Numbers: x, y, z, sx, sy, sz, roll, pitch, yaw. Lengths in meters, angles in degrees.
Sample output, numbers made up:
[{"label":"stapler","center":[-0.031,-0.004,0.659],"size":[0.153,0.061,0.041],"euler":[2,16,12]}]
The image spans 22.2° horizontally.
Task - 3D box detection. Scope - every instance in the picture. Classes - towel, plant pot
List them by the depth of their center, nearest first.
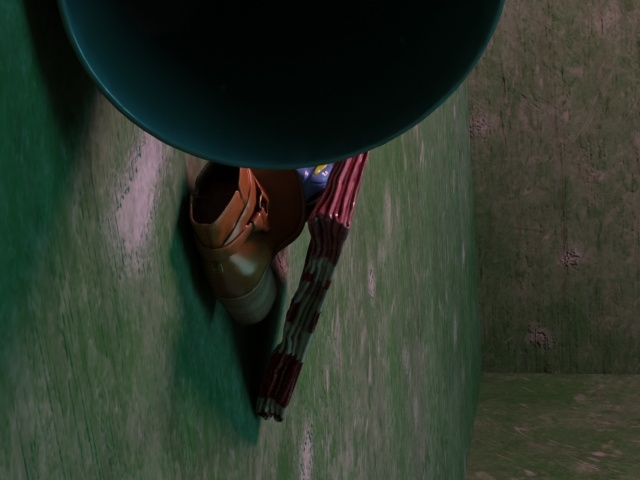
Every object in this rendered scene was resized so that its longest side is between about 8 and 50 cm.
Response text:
[{"label":"plant pot","center":[-0.036,-0.232,1.123],"size":[0.235,0.293,0.293],"euler":[-103,-175,-57]},{"label":"towel","center":[0.000,0.000,1.592],"size":[0.329,0.037,0.237],"euler":[108,-1,-49]}]

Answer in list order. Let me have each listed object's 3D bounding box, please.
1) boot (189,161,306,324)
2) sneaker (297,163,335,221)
[{"label":"boot","center":[-0.067,-0.041,1.459],"size":[0.152,0.073,0.197],"euler":[69,21,-51]},{"label":"sneaker","center":[-0.011,-0.066,1.788],"size":[0.188,0.067,0.078],"euler":[-59,168,-72]}]
